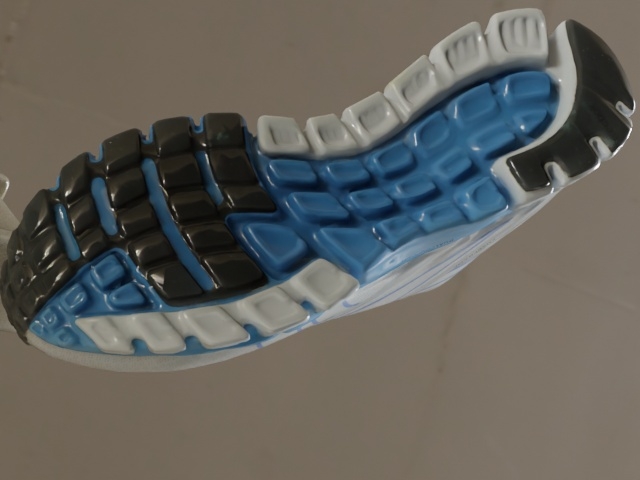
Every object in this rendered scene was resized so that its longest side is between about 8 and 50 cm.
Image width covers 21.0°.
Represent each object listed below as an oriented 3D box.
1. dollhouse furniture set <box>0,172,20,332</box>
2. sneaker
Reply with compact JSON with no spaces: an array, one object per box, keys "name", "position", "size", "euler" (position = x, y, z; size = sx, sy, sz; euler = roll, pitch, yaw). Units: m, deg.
[{"name":"dollhouse furniture set","position":[-0.255,0.070,0.844],"size":[0.135,0.262,0.259],"euler":[20,-71,-45]},{"name":"sneaker","position":[0.000,0.000,0.502],"size":[0.191,0.071,0.083],"euler":[-18,-22,-20]}]
